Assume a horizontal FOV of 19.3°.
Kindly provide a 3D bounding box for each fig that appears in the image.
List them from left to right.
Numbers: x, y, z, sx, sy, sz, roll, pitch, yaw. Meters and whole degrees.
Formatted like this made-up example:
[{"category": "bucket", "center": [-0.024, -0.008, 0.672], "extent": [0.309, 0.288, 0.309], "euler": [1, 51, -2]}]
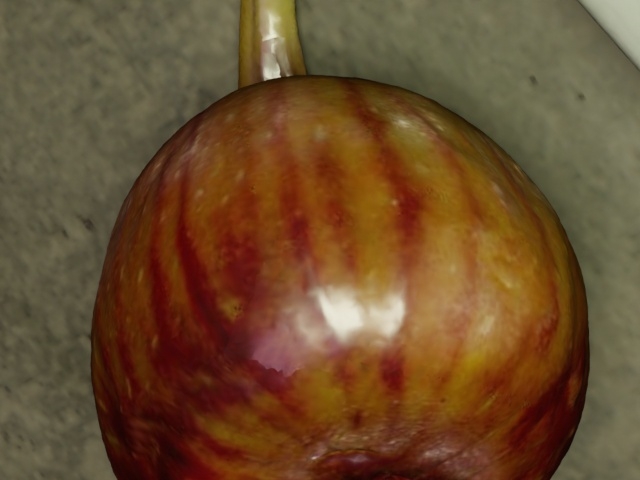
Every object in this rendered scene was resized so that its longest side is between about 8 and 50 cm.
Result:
[{"category": "fig", "center": [-0.001, 0.008, 0.629], "extent": [0.175, 0.207, 0.175], "euler": [-10, 135, -10]}]

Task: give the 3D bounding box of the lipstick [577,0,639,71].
[{"category": "lipstick", "center": [0.096, -0.095, 0.571], "extent": [0.264, 0.059, 0.059], "euler": [49, 124, -1]}]
